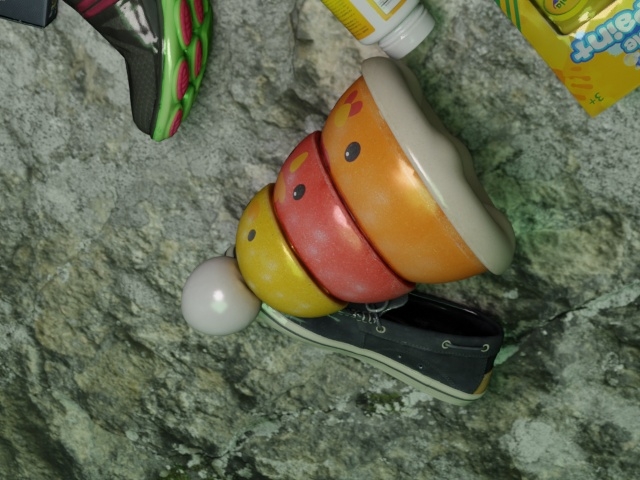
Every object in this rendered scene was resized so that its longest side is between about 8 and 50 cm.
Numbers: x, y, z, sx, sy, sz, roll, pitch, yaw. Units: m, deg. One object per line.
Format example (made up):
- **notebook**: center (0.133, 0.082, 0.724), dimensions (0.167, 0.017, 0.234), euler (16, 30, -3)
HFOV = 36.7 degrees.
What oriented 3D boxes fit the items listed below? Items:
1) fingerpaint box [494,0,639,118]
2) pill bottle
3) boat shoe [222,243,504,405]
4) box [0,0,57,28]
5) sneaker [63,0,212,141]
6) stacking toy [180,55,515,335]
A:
- **fingerpaint box**: center (0.408, -0.435, 1.196), dimensions (0.445, 0.163, 0.371), euler (-36, 110, 26)
- **pill bottle**: center (0.059, -0.354, 1.331), dimensions (0.117, 0.117, 0.215), euler (-37, 109, 27)
- **boat shoe**: center (0.078, 0.106, 1.582), dimensions (0.500, 0.187, 0.156), euler (25, 114, -10)
- **box**: center (-0.470, -0.444, 1.399), dimensions (0.184, 0.059, 0.232), euler (15, 122, -1)
- **sneaker**: center (-0.280, -0.371, 1.348), dimensions (0.202, 0.185, 0.482), euler (-2, 118, 16)
- **stacking toy**: center (0.000, 0.000, 1.376), dimensions (0.480, 0.350, 0.350), euler (-33, 111, 12)
